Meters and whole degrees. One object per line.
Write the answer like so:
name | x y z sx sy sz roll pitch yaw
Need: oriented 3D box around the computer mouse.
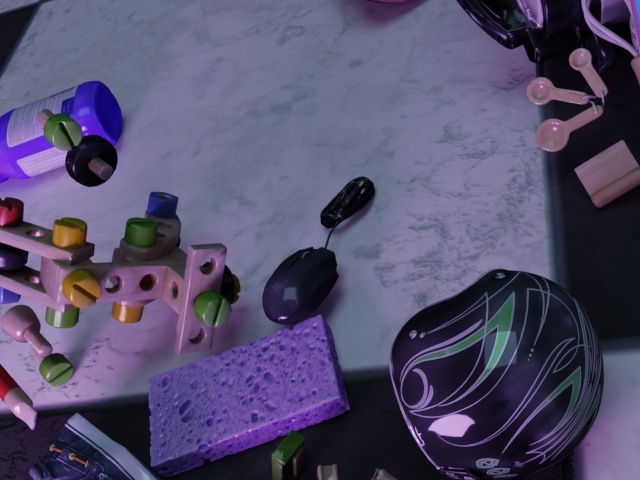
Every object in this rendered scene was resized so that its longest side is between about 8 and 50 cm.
computer mouse | 0.000 0.000 1.020 0.071 0.041 0.242 -7 38 35

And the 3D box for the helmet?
helmet | 0.159 0.112 0.762 0.161 0.169 0.169 -31 40 22

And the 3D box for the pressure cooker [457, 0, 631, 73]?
pressure cooker | 0.319 -0.432 1.037 0.420 0.376 0.370 -21 46 8

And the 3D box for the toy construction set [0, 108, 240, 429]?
toy construction set | -0.235 0.069 0.978 0.237 0.257 0.309 33 92 39

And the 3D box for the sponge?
sponge | -0.079 0.161 0.935 0.210 0.031 0.117 -22 42 9

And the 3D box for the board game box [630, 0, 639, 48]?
board game box | 0.424 -0.152 0.815 0.242 0.064 0.317 -11 81 17

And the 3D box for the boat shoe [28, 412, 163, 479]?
boat shoe | -0.224 0.248 0.911 0.183 0.065 0.083 18 62 45

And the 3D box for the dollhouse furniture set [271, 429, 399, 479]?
dollhouse furniture set | 0.022 0.239 0.814 0.151 0.059 0.076 29 58 22

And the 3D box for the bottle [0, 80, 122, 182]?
bottle | -0.449 -0.154 1.387 0.282 0.092 0.118 -18 43 12

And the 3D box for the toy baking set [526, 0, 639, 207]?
toy baking set | 0.322 -0.160 0.909 0.196 0.030 0.256 37 110 19

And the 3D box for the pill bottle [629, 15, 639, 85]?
pill bottle | 0.375 -0.198 0.969 0.067 0.120 0.067 -15 44 15

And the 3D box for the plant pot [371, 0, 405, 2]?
plant pot | 0.071 -0.461 1.345 0.201 0.201 0.180 -39 28 -11
